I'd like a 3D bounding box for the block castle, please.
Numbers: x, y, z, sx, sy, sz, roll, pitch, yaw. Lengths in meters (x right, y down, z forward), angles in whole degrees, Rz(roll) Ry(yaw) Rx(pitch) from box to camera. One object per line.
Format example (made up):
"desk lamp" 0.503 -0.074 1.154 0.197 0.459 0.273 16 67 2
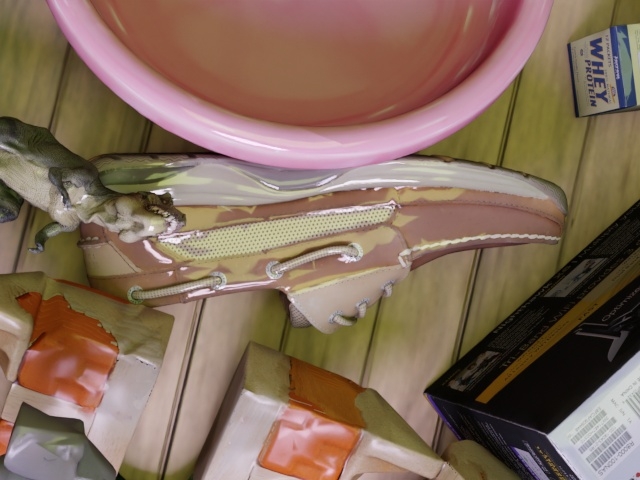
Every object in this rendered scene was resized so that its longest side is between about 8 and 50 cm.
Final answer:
"block castle" -0.109 0.208 0.751 0.453 0.303 0.213 20 116 -10

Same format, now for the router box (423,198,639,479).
"router box" 0.233 0.039 0.865 0.309 0.243 0.081 -40 97 -9

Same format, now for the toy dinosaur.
"toy dinosaur" -0.206 -0.047 0.796 0.268 0.064 0.118 35 44 21

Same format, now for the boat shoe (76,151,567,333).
"boat shoe" 0.000 0.000 0.884 0.324 0.123 0.116 0 94 -3

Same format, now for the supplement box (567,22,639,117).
"supplement box" 0.231 -0.122 0.946 0.083 0.083 0.056 -8 91 -13

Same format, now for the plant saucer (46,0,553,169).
"plant saucer" -0.017 -0.189 0.850 0.332 0.084 0.332 4 68 -10
